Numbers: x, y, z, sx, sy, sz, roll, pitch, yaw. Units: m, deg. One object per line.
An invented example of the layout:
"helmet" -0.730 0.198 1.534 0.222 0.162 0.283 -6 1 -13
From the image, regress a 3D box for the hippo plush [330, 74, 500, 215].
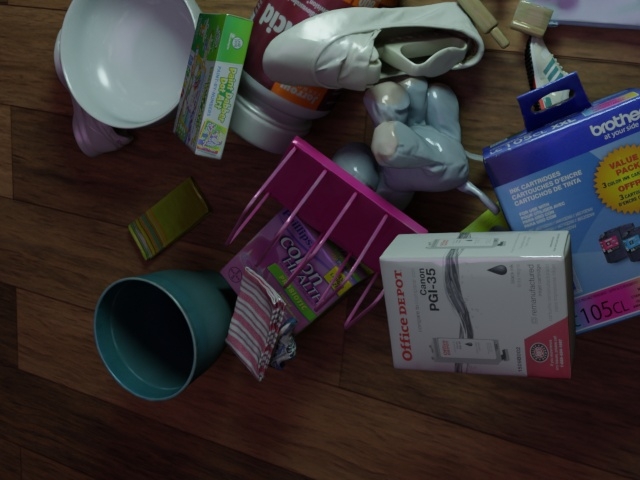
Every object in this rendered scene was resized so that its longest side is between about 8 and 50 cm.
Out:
"hippo plush" 0.150 -0.158 1.421 0.294 0.234 0.237 26 144 -25

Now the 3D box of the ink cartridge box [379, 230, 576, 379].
"ink cartridge box" 0.250 0.100 1.199 0.283 0.117 0.207 -1 109 23

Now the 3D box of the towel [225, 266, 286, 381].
"towel" -0.140 0.171 1.556 0.144 0.029 0.197 39 121 43

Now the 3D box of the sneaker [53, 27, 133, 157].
"sneaker" -0.517 -0.354 1.762 0.152 0.114 0.305 -9 103 17

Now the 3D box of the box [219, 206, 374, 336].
"box" -0.051 0.066 1.597 0.243 0.117 0.213 -42 81 29

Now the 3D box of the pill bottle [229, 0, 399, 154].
"pill bottle" -0.030 -0.371 1.418 0.224 0.224 0.392 41 117 14

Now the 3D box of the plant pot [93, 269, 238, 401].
"plant pot" -0.314 0.182 1.685 0.272 0.255 0.271 7 105 26

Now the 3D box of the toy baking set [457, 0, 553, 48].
"toy baking set" 0.315 -0.460 1.281 0.256 0.030 0.197 48 114 6

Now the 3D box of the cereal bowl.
"cereal bowl" -0.381 -0.407 1.630 0.339 0.141 0.338 3 99 19

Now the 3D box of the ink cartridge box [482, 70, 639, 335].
"ink cartridge box" 0.436 -0.072 1.232 0.270 0.151 0.395 -22 97 16

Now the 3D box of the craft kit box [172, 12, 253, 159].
"craft kit box" -0.207 -0.296 1.416 0.247 0.061 0.249 36 114 62

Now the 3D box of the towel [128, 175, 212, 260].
"towel" -0.360 -0.049 1.788 0.237 0.021 0.102 -34 86 30

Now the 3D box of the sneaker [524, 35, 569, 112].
"sneaker" 0.404 -0.285 1.317 0.075 0.057 0.161 -11 91 6

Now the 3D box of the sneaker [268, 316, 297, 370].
"sneaker" -0.070 0.213 1.554 0.058 0.052 0.135 33 123 6

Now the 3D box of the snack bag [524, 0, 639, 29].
"snack bag" 0.502 -0.504 1.214 0.323 0.037 0.342 12 107 26

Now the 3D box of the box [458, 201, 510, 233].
"box" 0.353 0.025 1.416 0.109 0.042 0.178 -43 81 27

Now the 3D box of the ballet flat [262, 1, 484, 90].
"ballet flat" 0.105 -0.320 1.280 0.139 0.400 0.139 165 90 -70

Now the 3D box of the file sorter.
"file sorter" 0.000 0.000 1.379 0.291 0.182 0.202 36 150 -2
